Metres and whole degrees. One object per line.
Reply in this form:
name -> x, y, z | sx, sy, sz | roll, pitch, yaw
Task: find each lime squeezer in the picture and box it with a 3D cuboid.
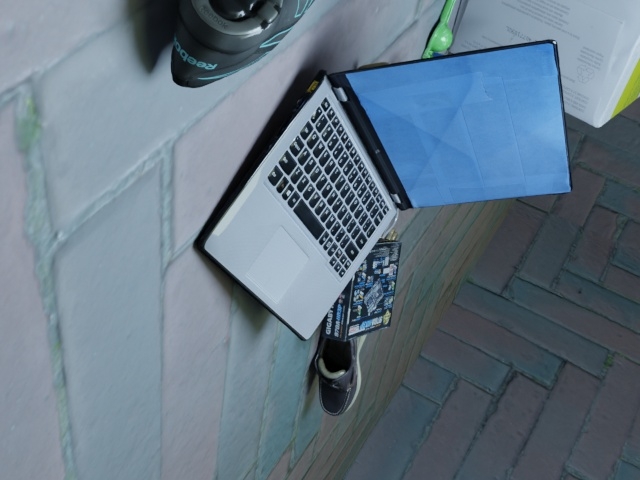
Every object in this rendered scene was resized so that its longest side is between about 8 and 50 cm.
lime squeezer -> 0.226, -0.326, 1.459 | 0.058, 0.110, 0.311 | -10, 95, -51

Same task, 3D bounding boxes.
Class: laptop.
laptop -> 0.112, -0.036, 1.107 | 0.408, 0.236, 0.382 | -55, 151, -9

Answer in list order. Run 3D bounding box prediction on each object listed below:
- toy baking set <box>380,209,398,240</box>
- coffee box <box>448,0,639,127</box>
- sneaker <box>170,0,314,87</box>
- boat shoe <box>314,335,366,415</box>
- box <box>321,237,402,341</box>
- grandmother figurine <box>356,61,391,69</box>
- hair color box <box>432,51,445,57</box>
toy baking set -> 0.112, 0.024, 1.766 | 0.197, 0.030, 0.256 | -59, 164, -27
coffee box -> 0.492, -0.469, 1.526 | 0.334, 0.337, 0.338 | -34, 148, -38
sneaker -> -0.054, -0.233, 0.762 | 0.267, 0.101, 0.106 | -51, -178, -39
boat shoe -> 0.032, 0.255, 1.748 | 0.092, 0.102, 0.285 | -34, 144, -50
box -> 0.082, 0.087, 1.586 | 0.220, 0.051, 0.175 | -6, 104, -63
grandmother figurine -> 0.164, -0.161, 1.309 | 0.342, 0.104, 0.208 | 10, 116, -50
hair color box -> 0.254, -0.228, 1.670 | 0.174, 0.105, 0.347 | -64, 165, 2
